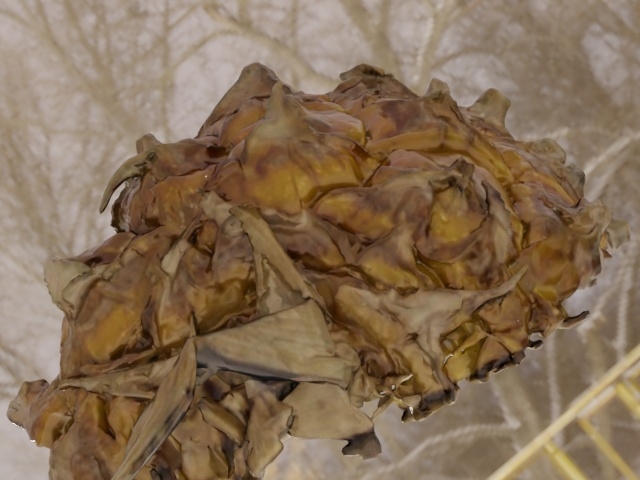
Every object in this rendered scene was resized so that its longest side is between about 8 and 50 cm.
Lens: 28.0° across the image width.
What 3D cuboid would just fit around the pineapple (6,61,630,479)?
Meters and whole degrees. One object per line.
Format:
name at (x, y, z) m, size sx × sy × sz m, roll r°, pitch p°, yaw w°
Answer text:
pineapple at (0.003, -0.001, 0.524) m, size 0.334 × 0.161 × 0.158 m, roll -24°, pitch 5°, yaw -20°
